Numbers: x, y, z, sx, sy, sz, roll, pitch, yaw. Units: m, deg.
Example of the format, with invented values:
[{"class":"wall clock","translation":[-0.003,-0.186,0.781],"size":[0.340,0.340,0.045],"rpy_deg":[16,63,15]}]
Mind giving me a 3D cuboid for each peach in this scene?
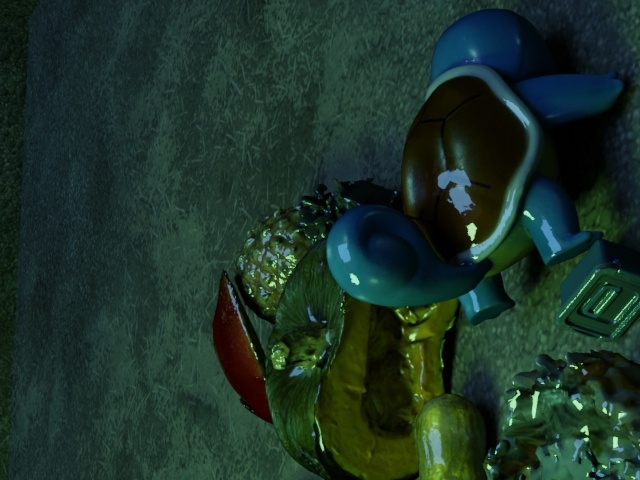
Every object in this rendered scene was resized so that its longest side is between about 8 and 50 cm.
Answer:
[{"class":"peach","translation":[-0.109,0.166,2.114],"size":[0.189,0.068,0.279],"rpy_deg":[-126,11,-64]}]

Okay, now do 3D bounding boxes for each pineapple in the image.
[{"class":"pineapple","translation":[0.000,0.000,2.028],"size":[0.278,0.157,0.158],"rpy_deg":[-44,43,46]}]

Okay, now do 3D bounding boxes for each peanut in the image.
[{"class":"peanut","translation":[0.150,0.272,1.693],"size":[0.087,0.087,0.207],"rpy_deg":[-41,44,53]}]

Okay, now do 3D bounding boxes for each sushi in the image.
[{"class":"sushi","translation":[0.267,0.306,1.328],"size":[0.417,0.176,0.417],"rpy_deg":[-33,53,57]}]

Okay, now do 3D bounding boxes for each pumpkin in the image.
[{"class":"pumpkin","translation":[0.017,0.139,1.837],"size":[0.232,0.242,0.325],"rpy_deg":[-6,71,55]}]

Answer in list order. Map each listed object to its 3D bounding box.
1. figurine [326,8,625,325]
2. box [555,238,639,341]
[{"class":"figurine","translation":[0.174,-0.056,1.625],"size":[0.416,0.243,0.298],"rpy_deg":[-61,1,-34]},{"class":"box","translation":[0.285,0.048,1.510],"size":[0.054,0.074,0.099],"rpy_deg":[-92,26,-46]}]
